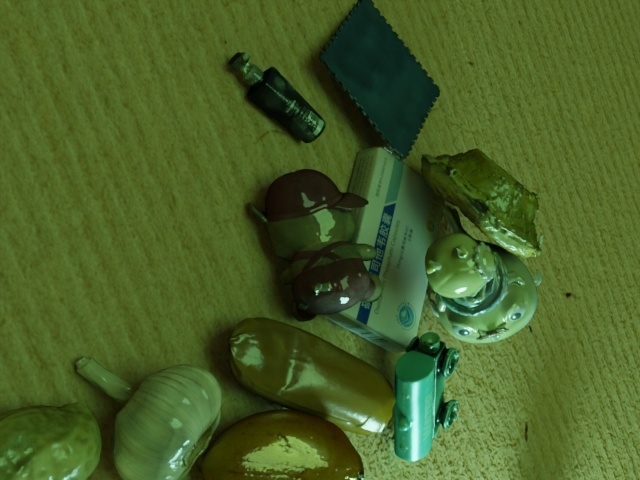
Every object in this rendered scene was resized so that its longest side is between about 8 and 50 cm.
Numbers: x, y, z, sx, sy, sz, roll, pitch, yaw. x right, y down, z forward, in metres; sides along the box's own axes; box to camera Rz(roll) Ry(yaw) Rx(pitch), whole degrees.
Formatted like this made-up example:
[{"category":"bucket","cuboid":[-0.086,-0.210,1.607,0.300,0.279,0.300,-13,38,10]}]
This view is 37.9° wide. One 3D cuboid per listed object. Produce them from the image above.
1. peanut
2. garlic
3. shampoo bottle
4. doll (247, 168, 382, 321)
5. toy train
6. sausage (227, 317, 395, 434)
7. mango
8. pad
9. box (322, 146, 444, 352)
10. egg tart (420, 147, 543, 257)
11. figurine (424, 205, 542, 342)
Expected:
[{"category":"peanut","cuboid":[-0.409,0.313,1.206,0.305,0.147,0.147,-44,111,-42]},{"category":"garlic","cuboid":[-0.267,0.247,1.350,0.226,0.199,0.199,31,57,4]},{"category":"shampoo bottle","cuboid":[-0.077,-0.255,1.642,0.207,0.063,0.057,39,47,-29]},{"category":"doll","cuboid":[-0.002,0.001,1.602,0.196,0.152,0.256,-13,80,-32]},{"category":"toy train","cuboid":[0.183,0.290,1.701,0.159,0.101,0.248,-46,142,-42]},{"category":"sausage","cuboid":[-0.026,0.224,1.565,0.354,0.116,0.134,30,67,-31]},{"category":"mango","cuboid":[-0.073,0.355,1.485,0.257,0.138,0.187,28,92,-35]},{"category":"pad","cuboid":[0.124,-0.323,1.823,0.269,0.012,0.270,50,42,-17]},{"category":"box","cuboid":[0.123,0.017,1.766,0.200,0.065,0.343,31,63,-33]},{"category":"egg tart","cuboid":[0.320,-0.088,1.776,0.294,0.295,0.116,28,107,-35]},{"category":"figurine","cuboid":[0.268,0.050,1.733,0.394,0.226,0.275,26,42,-66]}]
